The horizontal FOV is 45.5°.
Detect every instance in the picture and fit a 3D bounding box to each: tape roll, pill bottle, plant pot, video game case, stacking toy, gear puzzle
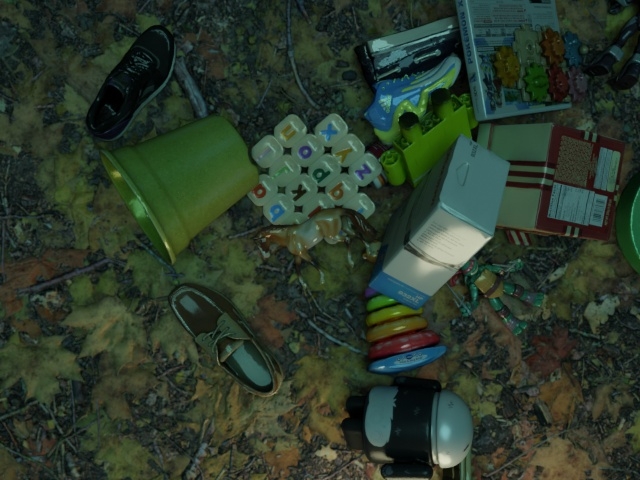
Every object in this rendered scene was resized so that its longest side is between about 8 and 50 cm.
[{"bbox_3d":[0.862,-0.042,1.792,0.322,0.077,0.321,0,91,-5],"label":"tape roll"},{"bbox_3d":[0.157,-0.193,1.715,0.152,0.086,0.086,-40,94,-4],"label":"pill bottle"},{"bbox_3d":[-0.279,-0.131,1.603,0.254,0.276,0.276,-33,94,-15],"label":"plant pot"},{"bbox_3d":[0.427,-0.423,1.674,0.329,0.036,0.299,-14,95,-40],"label":"video game case"},{"bbox_3d":[0.159,0.141,1.705,0.175,0.165,0.301,-12,77,-4],"label":"stacking toy"},{"bbox_3d":[0.490,-0.389,1.669,0.339,0.044,0.175,-9,92,-40],"label":"gear puzzle"}]

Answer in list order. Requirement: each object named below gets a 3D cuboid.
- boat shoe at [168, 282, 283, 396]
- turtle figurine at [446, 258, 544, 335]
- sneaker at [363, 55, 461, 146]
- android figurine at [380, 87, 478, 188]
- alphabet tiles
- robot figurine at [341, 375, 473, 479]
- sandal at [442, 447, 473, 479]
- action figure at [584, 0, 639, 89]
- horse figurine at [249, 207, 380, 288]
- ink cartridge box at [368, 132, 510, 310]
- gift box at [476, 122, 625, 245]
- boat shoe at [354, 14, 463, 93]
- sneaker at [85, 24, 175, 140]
[{"bbox_3d":[-0.201,0.216,1.670,0.324,0.116,0.123,43,87,-5],"label":"boat shoe"},{"bbox_3d":[0.389,0.104,1.728,0.234,0.118,0.175,36,102,-20],"label":"turtle figurine"},{"bbox_3d":[0.187,-0.321,1.623,0.126,0.091,0.240,40,93,-10],"label":"sneaker"},{"bbox_3d":[0.244,-0.208,1.650,0.248,0.273,0.056,-38,59,-2],"label":"android figurine"},{"bbox_3d":[-0.016,-0.135,1.691,0.278,0.021,0.284,-40,95,17],"label":"alphabet tiles"},{"bbox_3d":[0.192,0.406,1.666,0.278,0.173,0.209,-1,83,16],"label":"robot figurine"},{"bbox_3d":[0.326,0.569,1.732,0.086,0.120,0.302,7,90,-19],"label":"sandal"},{"bbox_3d":[0.738,-0.492,1.767,0.185,0.099,0.285,34,83,2],"label":"action figure"},{"bbox_3d":[0.000,0.000,1.679,0.263,0.066,0.174,-28,102,19],"label":"horse figurine"},{"bbox_3d":[0.243,-0.032,1.582,0.129,0.307,0.223,29,50,-6],"label":"ink cartridge box"},{"bbox_3d":[0.485,-0.114,1.668,0.277,0.258,0.255,14,90,-30],"label":"gift box"},{"bbox_3d":[0.255,-0.409,1.717,0.341,0.127,0.158,-17,104,-1],"label":"boat shoe"},{"bbox_3d":[-0.402,-0.340,1.639,0.107,0.124,0.283,31,88,-6],"label":"sneaker"}]
